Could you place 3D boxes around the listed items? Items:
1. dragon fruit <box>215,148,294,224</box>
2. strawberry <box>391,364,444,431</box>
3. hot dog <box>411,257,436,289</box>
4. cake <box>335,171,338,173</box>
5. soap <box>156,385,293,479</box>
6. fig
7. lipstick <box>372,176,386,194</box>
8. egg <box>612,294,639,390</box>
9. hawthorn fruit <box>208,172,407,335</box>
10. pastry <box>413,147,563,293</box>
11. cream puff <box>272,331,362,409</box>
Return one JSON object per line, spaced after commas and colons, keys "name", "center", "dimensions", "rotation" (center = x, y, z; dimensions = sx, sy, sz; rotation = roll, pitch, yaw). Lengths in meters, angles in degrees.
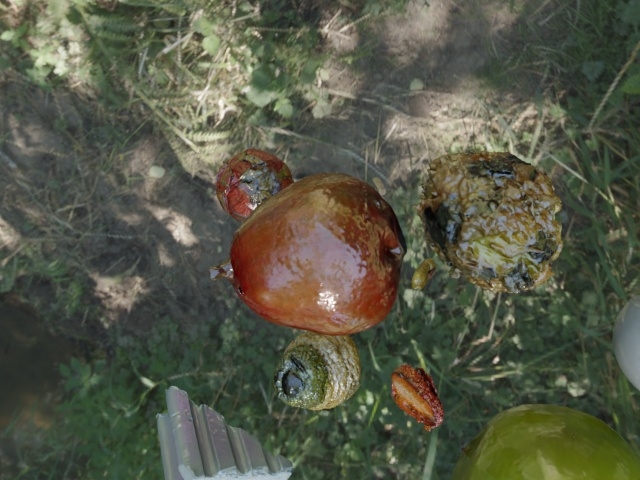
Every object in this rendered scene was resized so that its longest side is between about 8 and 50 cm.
{"name": "dragon fruit", "center": [-0.169, -0.151, 1.674], "dimensions": [0.219, 0.148, 0.223], "rotation": [-5, 82, -12]}
{"name": "strawberry", "center": [0.252, 0.393, 1.573], "dimensions": [0.082, 0.188, 0.121], "rotation": [-16, 129, -28]}
{"name": "hot dog", "center": [0.302, 0.092, 1.793], "dimensions": [0.047, 0.216, 0.066], "rotation": [11, 102, 17]}
{"name": "cake", "center": [-0.014, -0.103, 1.747], "dimensions": [0.099, 0.235, 0.100], "rotation": [57, 145, 12]}
{"name": "soap", "center": [-0.239, 0.493, 1.492], "dimensions": [0.258, 0.302, 0.158], "rotation": [7, 118, -26]}
{"name": "fig", "center": [0.363, 0.417, 0.973], "dimensions": [0.344, 0.343, 0.343], "rotation": [4, 122, 6]}
{"name": "lipstick", "center": [0.142, -0.132, 1.510], "dimensions": [0.019, 0.094, 0.018], "rotation": [-1, 112, -4]}
{"name": "egg", "center": [0.719, 0.229, 1.327], "dimensions": [0.176, 0.176, 0.231], "rotation": [-12, 108, 15]}
{"name": "hawthorn fruit", "center": [-0.002, 0.030, 1.055], "dimensions": [0.311, 0.295, 0.295], "rotation": [-24, 116, 32]}
{"name": "pastry", "center": [0.394, -0.064, 1.486], "dimensions": [0.338, 0.405, 0.292], "rotation": [19, 127, 3]}
{"name": "cream puff", "center": [-0.024, 0.271, 1.297], "dimensions": [0.183, 0.169, 0.183], "rotation": [0, 90, 36]}
